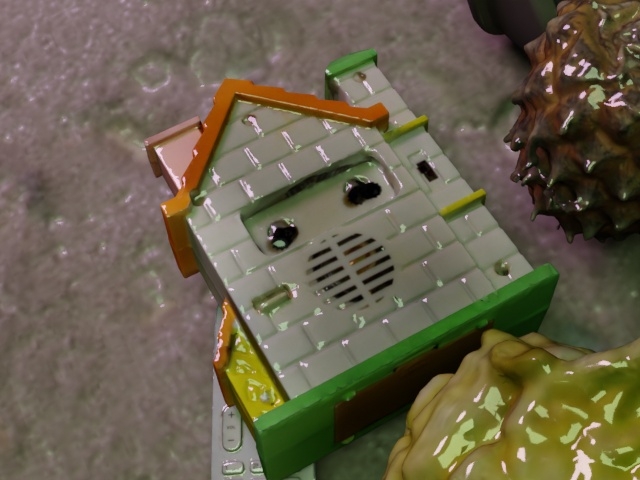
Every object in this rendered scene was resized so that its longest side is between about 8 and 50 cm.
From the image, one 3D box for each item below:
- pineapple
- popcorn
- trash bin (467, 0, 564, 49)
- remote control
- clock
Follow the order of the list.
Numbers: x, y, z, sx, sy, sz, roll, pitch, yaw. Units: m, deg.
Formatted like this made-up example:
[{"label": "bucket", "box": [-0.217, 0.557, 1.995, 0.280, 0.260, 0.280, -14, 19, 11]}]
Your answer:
[{"label": "pineapple", "box": [0.199, -0.070, 0.651, 0.166, 0.193, 0.166, -3, 59, 5]}, {"label": "popcorn", "box": [0.163, 0.182, 0.554, 0.292, 0.293, 0.237, 17, 70, 14]}, {"label": "trash bin", "box": [0.162, -0.291, 0.737, 0.209, 0.182, 0.290, -32, 65, 2]}, {"label": "remote control", "box": [-0.038, 0.143, 0.703, 0.073, 0.044, 0.229, -5, 64, 5]}, {"label": "clock", "box": [0.000, 0.000, 0.699, 0.219, 0.106, 0.255, -26, 62, -14]}]
